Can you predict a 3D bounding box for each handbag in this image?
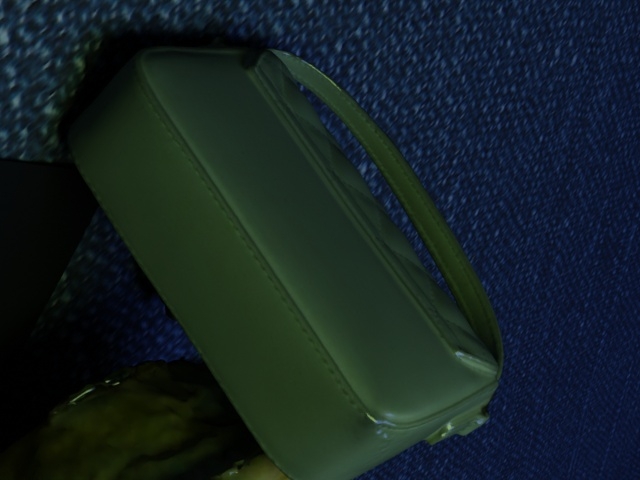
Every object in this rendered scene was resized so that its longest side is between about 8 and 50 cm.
[{"bbox_3d":[0.000,0.000,0.890,0.079,0.256,0.219,-41,167,31],"label":"handbag"}]

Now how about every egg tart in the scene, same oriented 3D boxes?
[{"bbox_3d":[-0.128,0.157,0.931,0.315,0.120,0.315,-33,171,-6],"label":"egg tart"}]

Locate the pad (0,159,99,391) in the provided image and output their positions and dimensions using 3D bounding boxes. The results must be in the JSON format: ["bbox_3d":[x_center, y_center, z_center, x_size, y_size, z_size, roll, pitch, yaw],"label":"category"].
[{"bbox_3d":[-0.221,0.043,0.796,0.202,0.005,0.300,-60,159,12],"label":"pad"}]

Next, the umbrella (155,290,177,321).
[{"bbox_3d":[-0.085,0.001,0.981,0.040,0.037,0.144,-42,153,-29],"label":"umbrella"}]
